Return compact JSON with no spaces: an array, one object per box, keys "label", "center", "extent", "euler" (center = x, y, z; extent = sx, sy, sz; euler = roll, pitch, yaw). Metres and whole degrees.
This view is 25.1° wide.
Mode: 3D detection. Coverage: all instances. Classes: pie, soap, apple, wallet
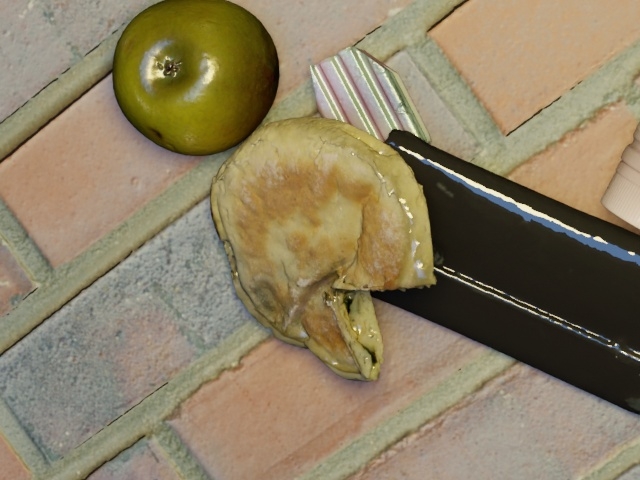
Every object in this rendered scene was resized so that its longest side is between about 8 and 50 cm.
[{"label":"pie","center":[0.000,0.000,1.654],"extent":[0.337,0.075,0.337],"euler":[21,123,37]},{"label":"soap","center":[0.053,-0.158,1.695],"extent":[0.100,0.056,0.149],"euler":[-28,93,15]},{"label":"apple","center":[-0.148,-0.193,1.680],"extent":[0.196,0.157,0.196],"euler":[0,90,14]},{"label":"wallet","center":[0.228,0.041,1.655],"extent":[0.406,0.062,0.228],"euler":[24,127,8]}]

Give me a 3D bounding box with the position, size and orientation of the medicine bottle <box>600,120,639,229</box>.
[{"label":"medicine bottle","center":[0.422,-0.123,1.590],"extent":[0.133,0.133,0.249],"euler":[29,104,5]}]
